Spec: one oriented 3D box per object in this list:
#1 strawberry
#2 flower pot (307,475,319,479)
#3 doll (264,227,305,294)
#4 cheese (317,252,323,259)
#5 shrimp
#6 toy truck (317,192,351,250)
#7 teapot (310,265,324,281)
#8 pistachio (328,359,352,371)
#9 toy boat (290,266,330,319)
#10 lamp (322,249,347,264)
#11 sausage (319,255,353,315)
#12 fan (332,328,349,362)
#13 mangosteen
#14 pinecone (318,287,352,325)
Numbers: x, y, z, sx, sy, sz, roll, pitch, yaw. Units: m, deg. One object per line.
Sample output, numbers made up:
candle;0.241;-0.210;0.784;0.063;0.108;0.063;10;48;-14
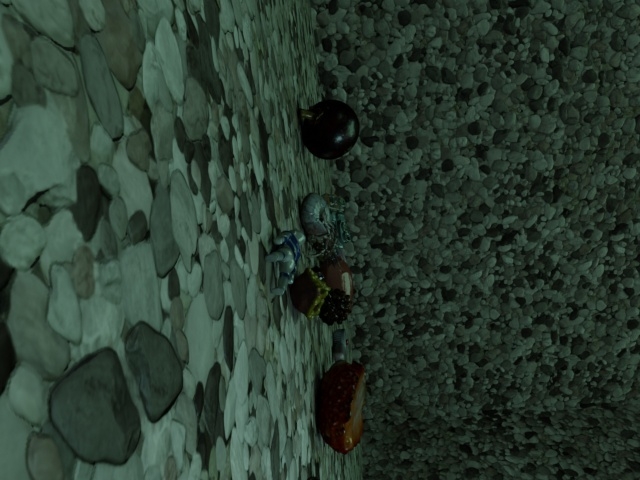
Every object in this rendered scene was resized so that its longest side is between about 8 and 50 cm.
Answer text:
strawberry;0.056;0.538;1.630;0.336;0.149;0.265;-44;136;-70
flower pot;0.021;0.730;1.267;0.179;0.084;0.251;73;12;-67
doll;-0.077;0.031;1.128;0.227;0.057;0.114;-63;142;-64
cheese;0.001;0.000;2.090;0.086;0.036;0.162;49;35;-71
shrimp;0.004;-0.011;1.712;0.145;0.116;0.343;-89;164;-50
toy truck;0.031;-0.066;2.035;0.140;0.108;0.257;12;62;-39
teapot;-0.018;0.124;1.717;0.068;0.045;0.100;64;-18;16
pistachio;0.081;0.562;1.866;0.138;0.153;0.238;-4;-90;55
toy boat;-0.023;0.143;1.370;0.318;0.099;0.141;56;32;-85
lamp;0.062;0.117;2.244;0.246;0.108;0.179;-164;-115;-88
sausage;0.060;0.187;1.984;0.148;0.148;0.254;24;66;-84
fan;0.097;0.508;2.382;0.244;0.074;0.130;-75;159;-74
mangosteen;0.017;-0.439;1.919;0.261;0.235;0.235;24;53;-44
pinecone;0.049;0.229;1.793;0.121;0.140;0.140;-21;111;-40
